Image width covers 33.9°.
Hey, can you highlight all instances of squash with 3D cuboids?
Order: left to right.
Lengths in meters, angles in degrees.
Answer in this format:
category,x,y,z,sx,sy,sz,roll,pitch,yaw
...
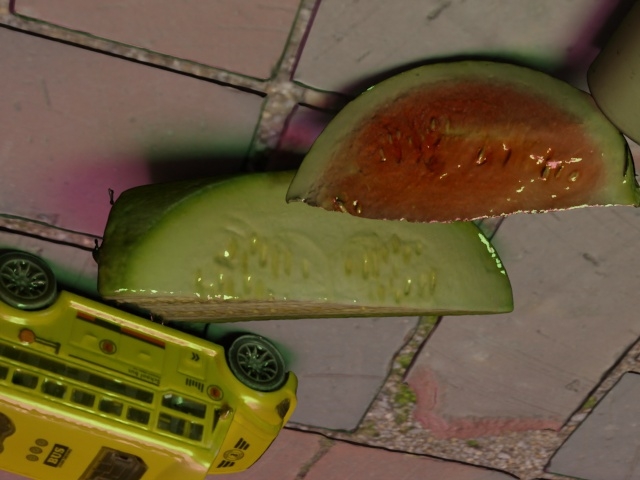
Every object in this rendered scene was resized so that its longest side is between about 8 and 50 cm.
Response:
category,x,y,z,sx,sy,sz,roll,pitch,yaw
squash,0.000,0.000,0.795,0.289,0.111,0.203,-3,169,8

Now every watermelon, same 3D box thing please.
category,x,y,z,sx,sy,sz,roll,pitch,yaw
watermelon,0.099,-0.063,0.732,0.245,0.119,0.063,2,147,10

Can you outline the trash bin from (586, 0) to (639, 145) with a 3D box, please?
category,x,y,z,sx,sy,sz,roll,pitch,yaw
trash bin,0.329,-0.146,0.650,0.243,0.121,0.247,16,136,-14

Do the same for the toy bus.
category,x,y,z,sx,sy,sz,roll,pitch,yaw
toy bus,-0.185,0.141,0.918,0.330,0.152,0.144,22,130,-19
